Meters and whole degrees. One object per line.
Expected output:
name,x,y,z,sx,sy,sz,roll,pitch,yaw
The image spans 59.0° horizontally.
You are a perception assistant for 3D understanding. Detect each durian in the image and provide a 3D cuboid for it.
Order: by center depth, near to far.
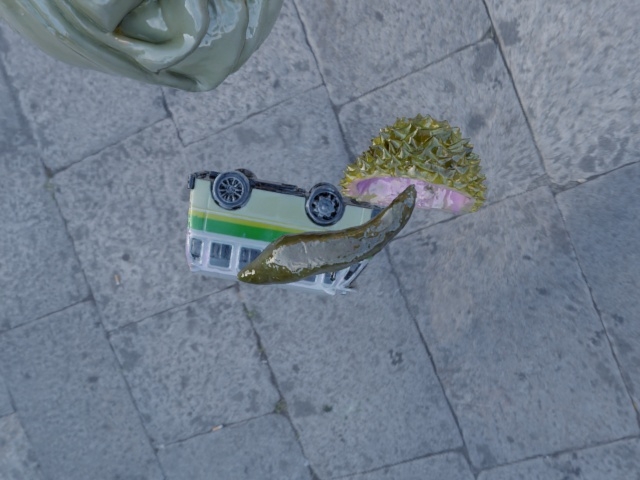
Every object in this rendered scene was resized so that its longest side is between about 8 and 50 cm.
durian,0.134,-0.087,0.744,0.182,0.165,0.132,27,123,7

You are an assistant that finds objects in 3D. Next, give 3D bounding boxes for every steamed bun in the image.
steamed bun,-0.168,-0.287,0.558,0.310,0.324,0.219,-54,40,20

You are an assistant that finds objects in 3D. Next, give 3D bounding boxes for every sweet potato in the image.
sweet potato,0.003,0.005,0.409,0.153,0.038,0.041,-23,67,18

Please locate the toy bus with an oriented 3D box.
toy bus,-0.057,-0.011,0.907,0.305,0.143,0.179,9,98,-3
